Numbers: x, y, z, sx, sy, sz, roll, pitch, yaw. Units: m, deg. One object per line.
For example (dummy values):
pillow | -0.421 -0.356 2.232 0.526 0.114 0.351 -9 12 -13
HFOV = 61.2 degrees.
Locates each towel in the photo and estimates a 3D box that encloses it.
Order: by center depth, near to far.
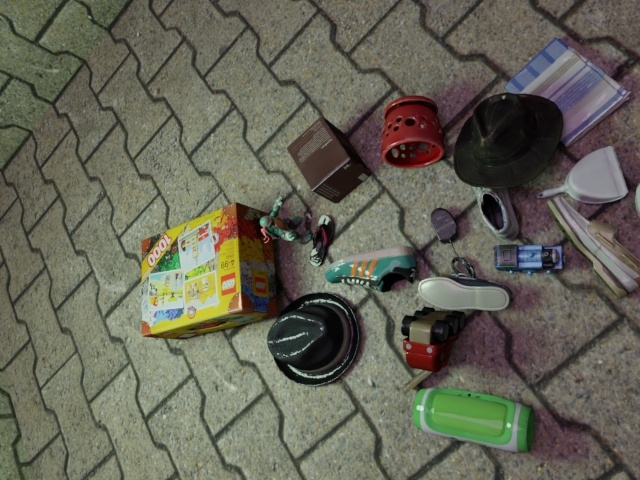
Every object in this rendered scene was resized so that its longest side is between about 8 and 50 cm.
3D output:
towel | 0.688 -0.422 1.530 0.209 0.034 0.285 -43 59 18

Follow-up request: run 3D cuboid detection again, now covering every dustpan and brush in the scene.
dustpan and brush | 0.692 -0.154 1.460 0.211 0.060 0.148 -14 71 20

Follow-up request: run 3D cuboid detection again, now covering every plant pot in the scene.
plant pot | 0.278 -0.337 1.662 0.191 0.191 0.174 -12 70 28

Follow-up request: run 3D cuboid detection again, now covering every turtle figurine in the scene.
turtle figurine | -0.130 -0.057 1.812 0.118 0.234 0.175 -27 67 23

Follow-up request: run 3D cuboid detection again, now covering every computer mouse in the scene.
computer mouse | 0.396 0.011 1.607 0.071 0.041 0.242 -28 73 24

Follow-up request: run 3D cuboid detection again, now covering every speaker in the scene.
speaker | 0.405 0.474 1.441 0.296 0.131 0.131 2 80 31

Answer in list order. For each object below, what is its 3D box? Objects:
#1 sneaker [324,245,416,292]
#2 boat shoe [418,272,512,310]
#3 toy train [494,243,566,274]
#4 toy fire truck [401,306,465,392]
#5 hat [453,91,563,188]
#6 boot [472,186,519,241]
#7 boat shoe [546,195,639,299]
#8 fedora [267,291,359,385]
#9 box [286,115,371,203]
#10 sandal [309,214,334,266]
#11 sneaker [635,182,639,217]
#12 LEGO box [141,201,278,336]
sneaker | 0.150 0.108 1.683 0.302 0.108 0.121 -16 67 26
boat shoe | 0.408 0.143 1.533 0.254 0.079 0.095 -1 100 27
toy train | 0.559 0.049 1.456 0.184 0.105 0.080 -2 78 31
toy fire truck | 0.292 0.321 1.502 0.158 0.217 0.247 4 96 31
hat | 0.496 -0.308 1.489 0.331 0.134 0.332 -18 53 25
boot | 0.485 -0.127 1.528 0.095 0.123 0.259 -28 66 23
boat shoe | 0.707 -0.002 1.384 0.103 0.113 0.302 -38 73 17
fedora | -0.050 0.311 1.730 0.333 0.152 0.334 -7 76 29
box | 0.027 -0.266 1.805 0.167 0.168 0.203 -38 62 17
sandal | 0.000 0.000 1.836 0.067 0.040 0.179 12 85 32
sneaker | 0.836 -0.046 1.320 0.090 0.094 0.235 -20 68 27
LEGO box | -0.407 0.126 1.931 0.499 0.193 0.373 -19 68 32
